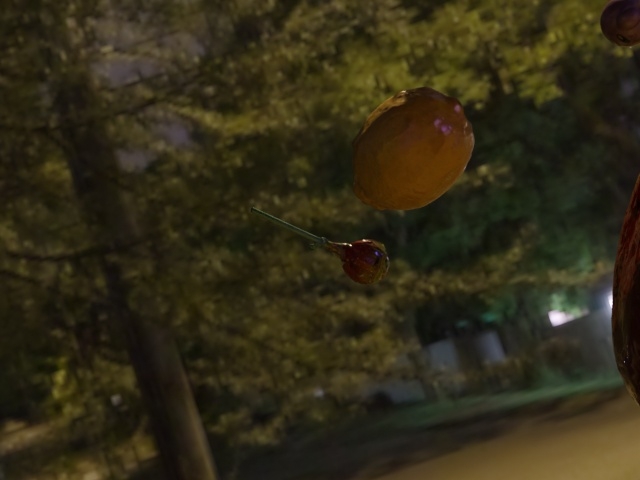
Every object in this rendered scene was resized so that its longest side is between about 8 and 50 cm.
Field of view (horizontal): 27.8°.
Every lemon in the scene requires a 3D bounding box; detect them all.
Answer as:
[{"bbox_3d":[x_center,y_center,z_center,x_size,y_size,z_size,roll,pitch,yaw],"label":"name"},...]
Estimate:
[{"bbox_3d":[0.093,-0.093,1.361,0.155,0.114,0.114,-44,-15,22],"label":"lemon"}]

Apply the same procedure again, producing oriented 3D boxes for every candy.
[{"bbox_3d":[0.000,0.000,1.674,0.201,0.060,0.060,24,-19,-14],"label":"candy"}]

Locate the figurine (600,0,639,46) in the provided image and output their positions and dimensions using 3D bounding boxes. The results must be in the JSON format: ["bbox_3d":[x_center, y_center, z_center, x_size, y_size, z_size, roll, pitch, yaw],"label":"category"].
[{"bbox_3d":[0.392,-0.280,1.651,0.071,0.067,0.083,9,-1,-19],"label":"figurine"}]

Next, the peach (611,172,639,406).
[{"bbox_3d":[0.373,0.012,0.883,0.335,0.406,0.310,25,-5,36],"label":"peach"}]
